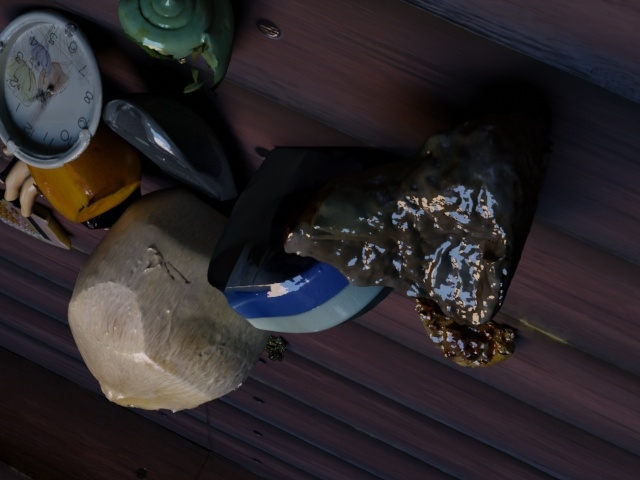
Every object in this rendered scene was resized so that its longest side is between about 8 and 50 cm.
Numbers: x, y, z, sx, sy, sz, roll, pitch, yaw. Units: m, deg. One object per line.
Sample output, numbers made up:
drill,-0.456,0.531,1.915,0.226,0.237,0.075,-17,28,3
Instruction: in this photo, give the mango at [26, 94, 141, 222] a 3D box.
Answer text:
mango,-0.396,-0.168,1.822,0.187,0.138,0.257,-30,86,42

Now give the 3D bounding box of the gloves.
gloves,-0.445,-0.113,2.008,0.301,0.152,0.197,10,-171,26

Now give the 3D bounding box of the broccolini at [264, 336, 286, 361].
broccolini,-0.156,0.196,2.469,0.194,0.054,0.052,33,175,-6

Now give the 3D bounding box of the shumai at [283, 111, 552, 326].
shumai,0.120,-0.043,1.415,0.283,0.217,0.346,16,155,13

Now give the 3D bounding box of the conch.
conch,-0.169,-0.246,1.443,0.143,0.137,0.250,21,156,14

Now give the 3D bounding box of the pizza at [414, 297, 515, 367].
pizza,0.226,0.154,1.920,0.194,0.069,0.154,34,157,-18

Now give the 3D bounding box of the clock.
clock,-0.403,-0.226,1.714,0.236,0.236,0.053,14,-164,29

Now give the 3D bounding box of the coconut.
coconut,-0.248,0.111,1.909,0.346,0.360,0.346,36,178,2

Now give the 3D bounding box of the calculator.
calculator,-0.654,-0.055,2.511,0.237,0.033,0.157,19,156,26

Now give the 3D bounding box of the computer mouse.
computer mouse,-0.206,-0.140,1.780,0.167,0.090,0.379,29,171,23

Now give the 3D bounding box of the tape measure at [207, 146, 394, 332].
tape measure,-0.001,0.001,1.634,0.262,0.259,0.138,-1,144,41
